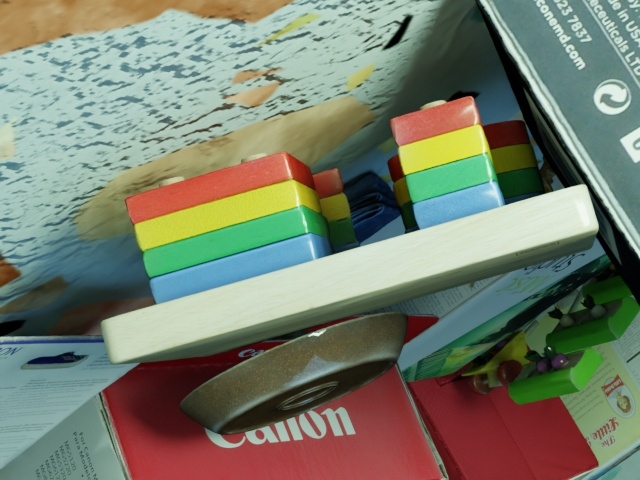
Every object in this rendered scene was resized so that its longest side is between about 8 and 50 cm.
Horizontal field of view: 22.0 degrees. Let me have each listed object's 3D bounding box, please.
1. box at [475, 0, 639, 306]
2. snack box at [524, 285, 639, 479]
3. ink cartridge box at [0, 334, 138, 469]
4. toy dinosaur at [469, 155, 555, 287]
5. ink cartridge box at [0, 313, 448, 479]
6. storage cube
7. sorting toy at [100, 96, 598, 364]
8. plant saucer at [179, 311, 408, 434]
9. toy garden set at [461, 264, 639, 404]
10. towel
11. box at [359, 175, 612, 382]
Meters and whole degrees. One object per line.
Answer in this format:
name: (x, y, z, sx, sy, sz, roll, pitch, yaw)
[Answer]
box: (0.321, -0.129, 0.962, 0.395, 0.212, 0.293, -32, 163, 6)
snack box: (0.326, 0.141, 1.849, 0.060, 0.187, 0.322, -19, 161, -34)
ink cartridge box: (-0.229, 0.102, 1.019, 0.224, 0.045, 0.223, -36, 163, 19)
toy dinosaur: (0.127, -0.028, 1.247, 0.112, 0.064, 0.211, -16, 160, 20)
ink cartridge box: (-0.067, 0.177, 1.298, 0.309, 0.130, 0.272, -1, 148, -41)
storage cube: (0.146, 0.225, 1.786, 0.183, 0.193, 0.215, -17, 159, -38)
sorting toy: (0.021, -0.007, 0.946, 0.257, 0.089, 0.255, -16, 175, 7)
plant saucer: (-0.013, 0.095, 1.121, 0.168, 0.029, 0.168, -22, 166, -6)
toy garden set: (0.248, 0.057, 1.619, 0.244, 0.049, 0.204, -49, -169, -26)
towel: (0.000, 0.000, 1.134, 0.119, 0.029, 0.067, -33, 165, 11)
box: (0.173, 0.027, 1.469, 0.322, 0.058, 0.232, -36, 163, 27)
